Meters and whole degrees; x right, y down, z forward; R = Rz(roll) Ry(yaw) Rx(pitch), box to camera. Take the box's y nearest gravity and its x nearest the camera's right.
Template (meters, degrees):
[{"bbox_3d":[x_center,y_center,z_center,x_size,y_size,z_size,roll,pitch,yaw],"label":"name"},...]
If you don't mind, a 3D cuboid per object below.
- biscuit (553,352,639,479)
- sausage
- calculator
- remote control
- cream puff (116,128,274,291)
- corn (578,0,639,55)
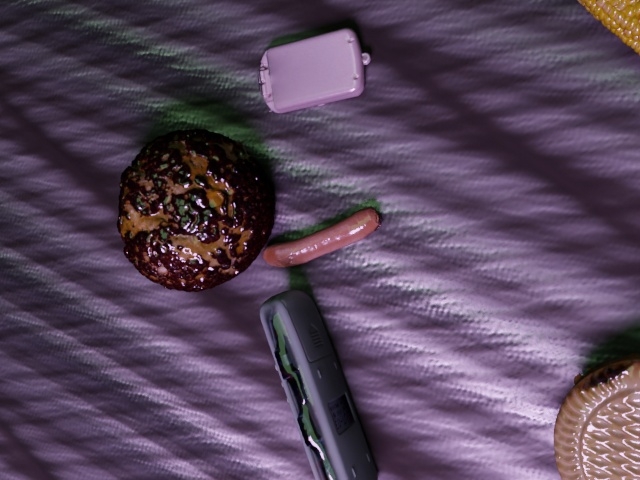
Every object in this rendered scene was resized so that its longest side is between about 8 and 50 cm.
[{"bbox_3d":[0.395,0.255,0.830,0.259,0.079,0.259,6,101,32],"label":"biscuit"},{"bbox_3d":[0.000,0.000,1.023,0.186,0.043,0.043,-21,82,19],"label":"sausage"},{"bbox_3d":[-0.011,-0.245,1.032,0.175,0.032,0.100,-8,87,20],"label":"calculator"},{"bbox_3d":[-0.004,0.210,0.970,0.056,0.140,0.296,-23,83,15],"label":"remote control"},{"bbox_3d":[-0.189,-0.044,1.028,0.239,0.165,0.239,-1,87,23],"label":"cream puff"},{"bbox_3d":[0.414,-0.255,0.838,0.292,0.101,0.101,42,104,15],"label":"corn"}]
